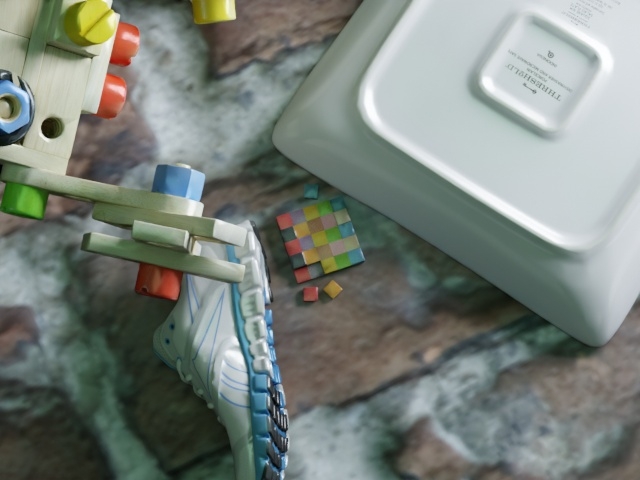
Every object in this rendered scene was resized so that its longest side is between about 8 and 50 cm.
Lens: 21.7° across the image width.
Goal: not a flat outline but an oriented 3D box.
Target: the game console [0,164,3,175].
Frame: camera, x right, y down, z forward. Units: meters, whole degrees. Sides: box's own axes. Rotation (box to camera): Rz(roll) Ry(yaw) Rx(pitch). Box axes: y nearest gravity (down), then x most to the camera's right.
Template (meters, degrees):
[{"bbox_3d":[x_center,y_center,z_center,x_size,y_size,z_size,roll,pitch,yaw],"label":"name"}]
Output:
[{"bbox_3d":[-0.331,-0.060,1.153,0.213,0.044,0.361,32,78,6],"label":"game console"}]

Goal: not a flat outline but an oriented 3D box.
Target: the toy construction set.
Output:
[{"bbox_3d":[-0.130,-0.122,1.097,0.215,0.151,0.328,15,69,-33],"label":"toy construction set"}]

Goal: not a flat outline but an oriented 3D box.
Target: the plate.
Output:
[{"bbox_3d":[0.151,-0.112,1.162,0.277,0.045,0.278,32,80,7],"label":"plate"}]

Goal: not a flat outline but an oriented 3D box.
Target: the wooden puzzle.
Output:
[{"bbox_3d":[0.000,0.000,1.157,0.049,0.006,0.083,-19,79,-4],"label":"wooden puzzle"}]

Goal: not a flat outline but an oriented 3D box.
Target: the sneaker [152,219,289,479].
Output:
[{"bbox_3d":[-0.068,0.085,1.115,0.082,0.071,0.191,-10,70,4],"label":"sneaker"}]
